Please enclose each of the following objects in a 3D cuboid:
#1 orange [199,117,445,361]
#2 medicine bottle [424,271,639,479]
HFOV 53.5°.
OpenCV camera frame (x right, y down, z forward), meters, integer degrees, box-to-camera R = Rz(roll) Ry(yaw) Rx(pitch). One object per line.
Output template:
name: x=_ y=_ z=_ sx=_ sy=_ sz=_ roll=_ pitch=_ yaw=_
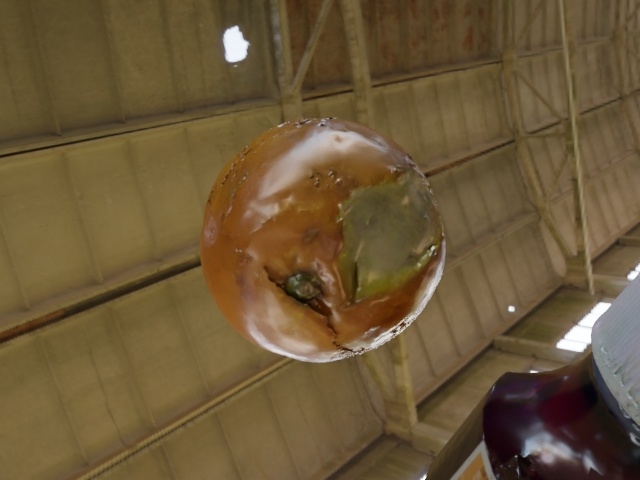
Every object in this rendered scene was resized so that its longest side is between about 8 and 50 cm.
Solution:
orange: x=0.000 y=0.000 z=0.621 sx=0.240 sy=0.240 sz=0.240 roll=-5 pitch=-83 yaw=-46
medicine bottle: x=0.246 y=0.177 z=0.521 sx=0.242 sy=0.242 sz=0.395 roll=-27 pitch=-34 yaw=-42
